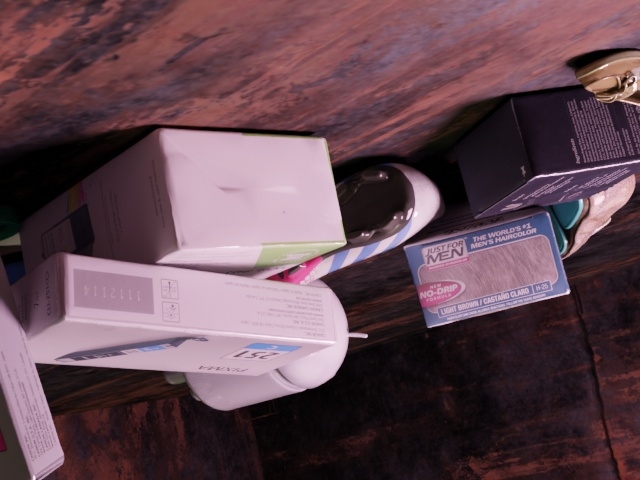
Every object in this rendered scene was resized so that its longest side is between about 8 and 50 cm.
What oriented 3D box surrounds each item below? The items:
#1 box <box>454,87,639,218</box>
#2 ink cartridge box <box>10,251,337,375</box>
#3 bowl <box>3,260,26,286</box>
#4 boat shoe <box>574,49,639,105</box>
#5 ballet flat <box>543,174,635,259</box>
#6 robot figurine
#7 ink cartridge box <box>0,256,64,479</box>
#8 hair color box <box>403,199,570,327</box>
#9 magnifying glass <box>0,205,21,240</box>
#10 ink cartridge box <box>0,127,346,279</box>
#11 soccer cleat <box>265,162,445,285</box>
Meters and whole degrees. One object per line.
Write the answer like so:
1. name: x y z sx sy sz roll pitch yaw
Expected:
1. box: 0.254 -0.097 1.157 0.158 0.093 0.156 -10 169 -18
2. ink cartridge box: -0.178 0.093 1.035 0.296 0.066 0.261 10 156 -39
3. bowl: -0.329 0.086 1.419 0.391 0.077 0.391 -11 170 -2
4. boat shoe: 0.309 -0.154 1.054 0.056 0.048 0.153 -23 165 41
5. ballet flat: 0.384 -0.044 1.560 0.106 0.107 0.316 -19 171 -7
6. robot figurine: -0.100 0.170 1.797 0.354 0.199 0.300 -20 142 31
7. ink cartridge box: -0.366 0.088 0.895 0.239 0.275 0.060 -15 -175 17
8. hair color box: 0.209 0.012 1.380 0.174 0.105 0.347 -15 -175 9
9. magnifying glass: -0.417 0.001 1.062 0.231 0.026 0.092 -14 169 -7
10. ink cartridge box: -0.169 0.003 1.099 0.207 0.119 0.353 -2 165 -42
11. soccer cleat: 0.000 0.000 1.290 0.331 0.116 0.143 -19 168 30
